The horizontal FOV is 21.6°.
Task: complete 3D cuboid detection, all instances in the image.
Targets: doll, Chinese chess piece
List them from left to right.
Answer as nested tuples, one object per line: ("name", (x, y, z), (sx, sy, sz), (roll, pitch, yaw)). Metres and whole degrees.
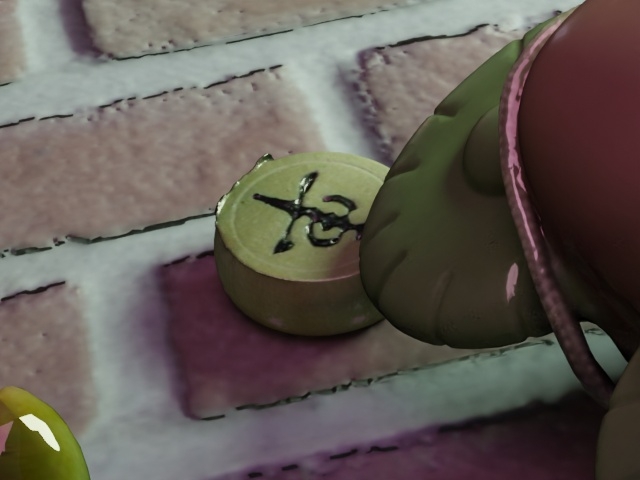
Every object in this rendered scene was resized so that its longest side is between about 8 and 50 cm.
("Chinese chess piece", (0.000, 0.000, 0.652), (0.084, 0.034, 0.084), (-3, 42, 3))
("doll", (0.168, -0.007, 0.550), (0.268, 0.216, 0.284), (-38, 42, -3))

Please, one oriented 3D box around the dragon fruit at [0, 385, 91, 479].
("dragon fruit", (-0.182, 0.121, 0.397), (0.302, 0.237, 0.231), (-11, 19, 11))
